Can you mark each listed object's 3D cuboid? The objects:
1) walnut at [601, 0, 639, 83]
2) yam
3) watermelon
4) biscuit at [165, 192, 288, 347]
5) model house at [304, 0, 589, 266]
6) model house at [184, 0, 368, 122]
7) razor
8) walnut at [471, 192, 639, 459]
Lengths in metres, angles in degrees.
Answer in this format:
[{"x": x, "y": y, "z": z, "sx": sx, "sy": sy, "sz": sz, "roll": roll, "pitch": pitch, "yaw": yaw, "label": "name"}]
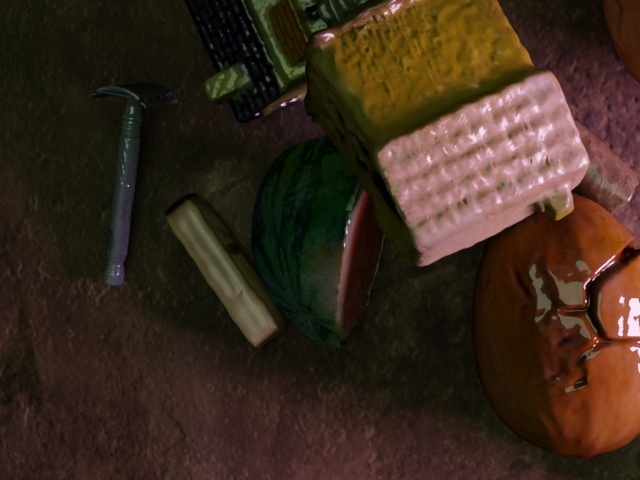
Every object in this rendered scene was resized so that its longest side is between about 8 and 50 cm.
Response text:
[{"x": 0.424, "y": -0.278, "z": 0.870, "sx": 0.383, "sy": 0.383, "sz": 0.384, "roll": 0, "pitch": 91, "yaw": 9, "label": "walnut"}, {"x": 0.209, "y": -0.139, "z": 1.039, "sx": 0.299, "sy": 0.066, "sz": 0.066, "roll": 40, "pitch": 96, "yaw": 6, "label": "yam"}, {"x": -0.019, "y": -0.006, "z": 1.053, "sx": 0.146, "sy": 0.128, "sz": 0.231, "roll": 14, "pitch": 87, "yaw": 21, "label": "watermelon"}, {"x": -0.106, "y": 0.034, "z": 1.094, "sx": 0.052, "sy": 0.056, "sz": 0.188, "roll": -36, "pitch": 87, "yaw": 7, "label": "biscuit"}, {"x": 0.118, "y": -0.102, "z": 0.898, "sx": 0.193, "sy": 0.175, "sz": 0.234, "roll": -26, "pitch": 67, "yaw": -9, "label": "model house"}, {"x": -0.050, "y": -0.250, "z": 1.026, "sx": 0.211, "sy": 0.170, "sz": 0.194, "roll": -25, "pitch": 89, "yaw": 9, "label": "model house"}, {"x": -0.220, "y": -0.062, "z": 1.106, "sx": 0.068, "sy": 0.106, "sz": 0.232, "roll": 11, "pitch": 104, "yaw": 9, "label": "razor"}, {"x": 0.243, "y": 0.070, "z": 0.971, "sx": 0.203, "sy": 0.203, "sz": 0.298, "roll": -16, "pitch": 95, "yaw": 9, "label": "walnut"}]
